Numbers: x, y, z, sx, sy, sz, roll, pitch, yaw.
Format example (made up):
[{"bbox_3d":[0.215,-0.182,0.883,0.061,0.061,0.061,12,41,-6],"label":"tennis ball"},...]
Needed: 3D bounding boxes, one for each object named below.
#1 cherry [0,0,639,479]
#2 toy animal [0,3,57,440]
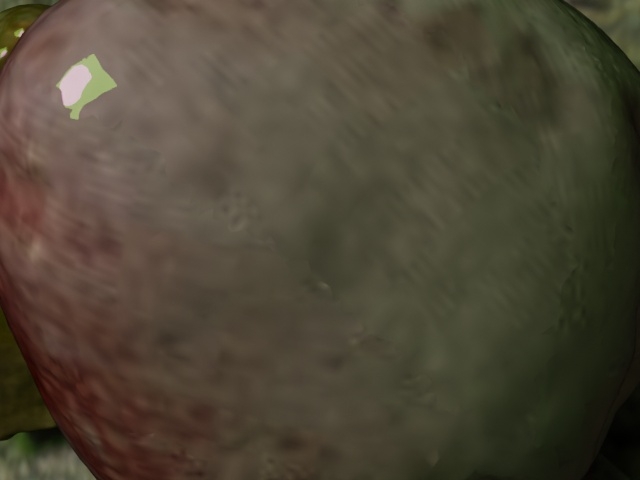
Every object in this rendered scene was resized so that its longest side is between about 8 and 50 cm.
[{"bbox_3d":[0.011,-0.008,0.822,0.326,0.335,0.291,-23,33,-4],"label":"cherry"},{"bbox_3d":[-0.182,-0.067,1.077,0.181,0.180,0.363,1,66,-3],"label":"toy animal"}]
